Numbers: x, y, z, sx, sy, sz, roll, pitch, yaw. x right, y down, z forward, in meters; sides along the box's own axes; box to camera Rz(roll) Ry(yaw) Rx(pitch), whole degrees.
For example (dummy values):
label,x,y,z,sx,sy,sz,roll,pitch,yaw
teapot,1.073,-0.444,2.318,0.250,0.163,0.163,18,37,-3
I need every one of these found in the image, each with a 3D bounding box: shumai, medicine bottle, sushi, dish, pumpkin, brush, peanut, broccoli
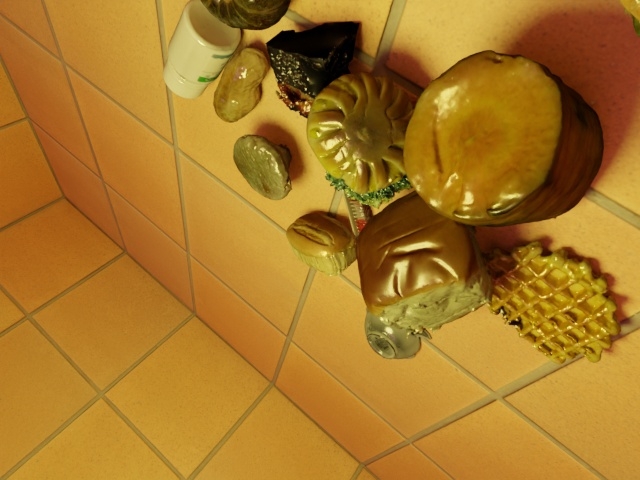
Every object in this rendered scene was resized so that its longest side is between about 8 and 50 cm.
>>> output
label,x,y,z,sx,sy,sz,roll,pitch,yaw
shumai,-0.130,-0.205,1.070,0.201,0.120,0.201,32,146,24
medicine bottle,-0.300,-0.458,0.986,0.139,0.139,0.236,53,145,-9
sushi,-0.014,-0.327,0.806,0.172,0.153,0.151,15,143,29
dish,0.216,0.304,1.244,0.224,0.078,0.246,54,145,-8
pumpkin,-0.154,-0.521,0.765,0.219,0.162,0.219,36,169,8
brush,0.074,-0.137,0.977,0.050,0.060,0.321,1,126,31
peanut,-0.195,-0.380,0.990,0.108,0.095,0.226,16,146,-23
broccoli,0.116,-0.151,0.873,0.219,0.194,0.194,7,133,13

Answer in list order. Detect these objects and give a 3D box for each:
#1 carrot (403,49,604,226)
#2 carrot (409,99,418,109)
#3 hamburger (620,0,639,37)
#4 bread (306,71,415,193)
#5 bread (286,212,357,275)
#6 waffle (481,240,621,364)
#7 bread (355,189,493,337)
label,x,y,z,sx,sy,sz,roll,pitch,yaw
carrot,0.283,-0.138,0.617,0.241,0.340,0.242,5,97,40
carrot,0.134,-0.261,0.798,0.209,0.061,0.061,28,141,31
hamburger,0.415,-0.271,0.393,0.329,0.162,0.209,27,140,19
bread,0.080,-0.191,0.712,0.213,0.213,0.105,51,-171,-7
bread,0.000,0.000,1.093,0.236,0.140,0.106,28,146,51
waffle,0.451,0.126,0.834,0.283,0.065,0.310,4,123,42
bread,0.210,0.037,0.836,0.224,0.250,0.279,26,138,-31
